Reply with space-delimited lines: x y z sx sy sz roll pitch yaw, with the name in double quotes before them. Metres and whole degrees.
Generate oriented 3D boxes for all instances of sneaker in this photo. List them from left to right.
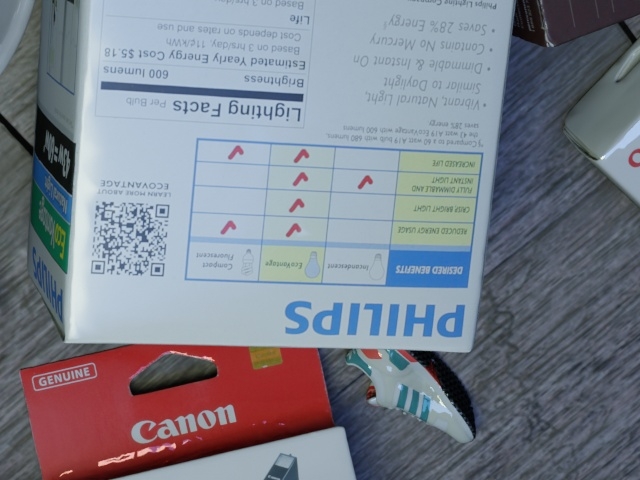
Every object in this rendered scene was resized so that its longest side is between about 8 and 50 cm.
"sneaker" 0.089 0.149 1.881 0.075 0.057 0.161 -32 115 20

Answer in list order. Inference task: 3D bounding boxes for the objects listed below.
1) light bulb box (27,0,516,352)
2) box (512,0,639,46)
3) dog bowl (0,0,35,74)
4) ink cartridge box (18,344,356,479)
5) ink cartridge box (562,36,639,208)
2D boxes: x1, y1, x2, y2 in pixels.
"light bulb box" -0.049 -0.110 1.574 0.357 0.225 0.361 2 103 -17
"box" 0.229 -0.288 1.652 0.203 0.167 0.168 -21 112 -17
"dog bowl" -0.362 -0.237 1.504 0.348 0.102 0.349 -21 116 -50
"ink cartridge box" -0.121 0.216 1.791 0.296 0.066 0.261 -13 84 -6
"ink cartridge box" 0.405 -0.079 1.814 0.283 0.117 0.207 40 99 -21
